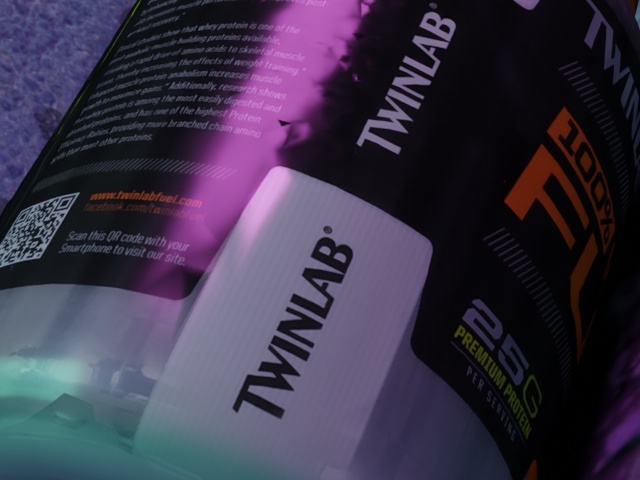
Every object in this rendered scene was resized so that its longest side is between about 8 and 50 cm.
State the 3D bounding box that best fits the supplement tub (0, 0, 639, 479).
[{"bbox_3d":[0.000,0.000,0.653,0.207,0.207,0.338,-37,22,49],"label":"supplement tub"}]
